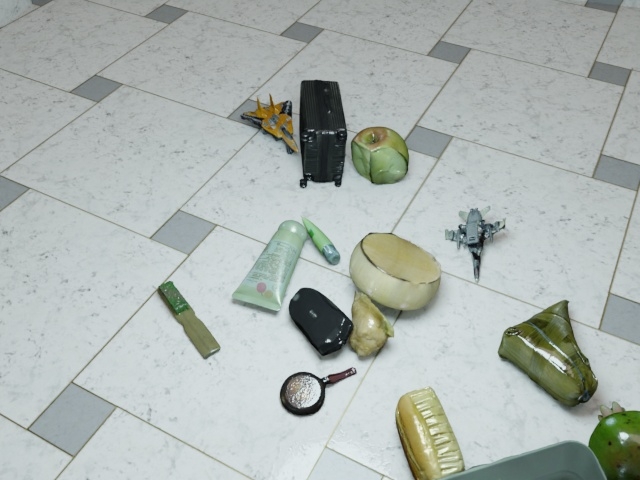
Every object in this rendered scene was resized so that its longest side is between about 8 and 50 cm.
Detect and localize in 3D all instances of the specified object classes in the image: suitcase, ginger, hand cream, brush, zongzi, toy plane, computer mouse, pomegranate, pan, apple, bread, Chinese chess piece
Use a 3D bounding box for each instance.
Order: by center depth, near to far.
[{"bbox_3d":[0.688,0.453,1.428,0.187,0.186,0.225,2,21,1],"label":"pomegranate"},{"bbox_3d":[0.239,0.453,1.433,0.106,0.139,0.236,-11,45,-7],"label":"bread"},{"bbox_3d":[0.000,0.361,1.592,0.212,0.040,0.114,-21,55,-19],"label":"pan"},{"bbox_3d":[0.633,0.277,1.623,0.275,0.125,0.251,-23,49,-28],"label":"zongzi"},{"bbox_3d":[0.111,0.221,1.695,0.123,0.115,0.193,-43,30,1],"label":"ginger"},{"bbox_3d":[-0.002,0.213,1.699,0.122,0.073,0.217,-47,47,0],"label":"computer mouse"},{"bbox_3d":[-0.363,0.207,1.738,0.054,0.048,0.282,-29,54,-22],"label":"brush"},{"bbox_3d":[0.206,0.082,1.764,0.258,0.104,0.257,15,29,-9],"label":"Chinese chess piece"},{"bbox_3d":[-0.128,0.067,1.843,0.147,0.093,0.305,15,49,14],"label":"hand cream"},{"bbox_3d":[0.463,0.004,1.910,0.192,0.088,0.261,-12,43,26],"label":"toy plane"},{"bbox_3d":[0.000,0.000,1.920,0.046,0.095,0.175,-42,56,2],"label":"hand cream"},{"bbox_3d":[0.200,-0.290,2.127,0.207,0.188,0.174,25,55,26],"label":"apple"},{"bbox_3d":[-0.003,-0.372,2.171,0.152,0.229,0.334,-1,46,-5],"label":"suitcase"},{"bbox_3d":[-0.144,-0.397,2.298,0.204,0.103,0.316,-20,56,-16],"label":"toy plane"}]

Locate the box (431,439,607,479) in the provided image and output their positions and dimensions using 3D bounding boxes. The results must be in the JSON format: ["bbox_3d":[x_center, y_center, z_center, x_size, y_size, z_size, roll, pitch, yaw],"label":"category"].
[{"bbox_3d":[0.417,0.622,1.232,0.396,0.111,0.396,-13,63,-13],"label":"box"}]
